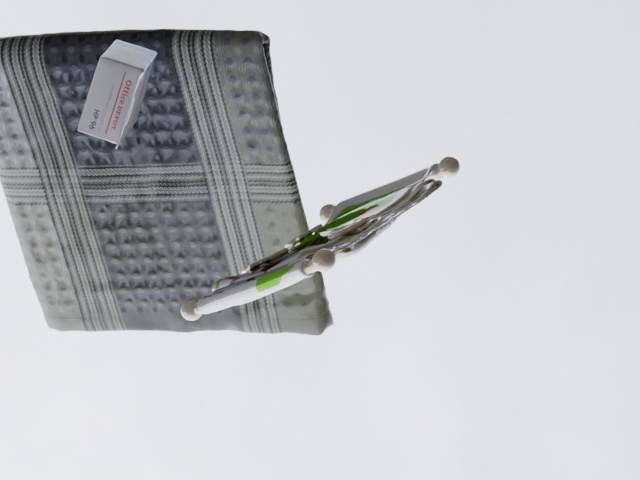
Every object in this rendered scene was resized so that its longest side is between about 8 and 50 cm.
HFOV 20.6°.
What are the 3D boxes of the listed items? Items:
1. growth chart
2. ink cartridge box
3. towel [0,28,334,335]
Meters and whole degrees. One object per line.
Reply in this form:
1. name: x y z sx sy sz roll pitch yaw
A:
1. growth chart: 0.000 0.000 1.285 0.237 0.172 0.021 -35 -79 -53
2. ink cartridge box: -0.122 -0.088 1.051 0.028 0.048 0.083 18 -165 -3
3. towel: -0.157 -0.050 1.637 0.312 0.324 0.056 0 -148 20
